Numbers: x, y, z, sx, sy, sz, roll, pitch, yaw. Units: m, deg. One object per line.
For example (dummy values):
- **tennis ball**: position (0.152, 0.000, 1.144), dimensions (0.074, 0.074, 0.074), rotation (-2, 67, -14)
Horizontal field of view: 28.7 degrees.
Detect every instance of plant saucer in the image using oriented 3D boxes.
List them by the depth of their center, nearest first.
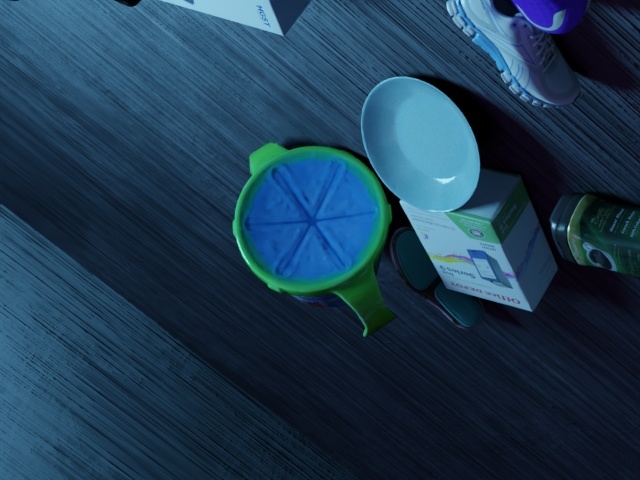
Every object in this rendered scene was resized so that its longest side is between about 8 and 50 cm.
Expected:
- **plant saucer**: position (0.140, -0.131, 1.654), dimensions (0.195, 0.037, 0.195), rotation (27, 134, 31)

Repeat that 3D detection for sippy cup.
- **sippy cup**: position (0.000, 0.000, 1.949), dimensions (0.240, 0.305, 0.224), rotation (0, 162, 8)

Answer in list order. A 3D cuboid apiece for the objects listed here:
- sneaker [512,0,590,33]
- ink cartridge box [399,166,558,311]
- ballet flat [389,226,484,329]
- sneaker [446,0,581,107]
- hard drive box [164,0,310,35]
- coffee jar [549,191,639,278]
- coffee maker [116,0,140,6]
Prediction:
- **sneaker**: position (0.175, -0.287, 1.203), dimensions (0.102, 0.146, 0.293), rotation (17, 151, 36)
- **ink cartridge box**: position (0.227, -0.008, 1.765), dimensions (0.154, 0.093, 0.212), rotation (16, 153, 37)
- **ballet flat**: position (0.176, 0.059, 2.009), dimensions (0.221, 0.077, 0.079), rotation (44, 175, -22)
- **sneaker**: position (0.226, -0.221, 1.373), dimensions (0.191, 0.071, 0.083), rotation (41, 151, -16)
- **hard drive box**: position (-0.138, -0.369, 1.547), dimensions (0.232, 0.089, 0.181), rotation (20, 154, 30)
- **coffee jar**: position (0.384, -0.002, 1.576), dimensions (0.184, 0.079, 0.096), rotation (16, 154, 36)
- **coffee maker**: position (-0.317, -0.378, 1.678), dimensions (0.178, 0.171, 0.120), rotation (25, -161, 24)
